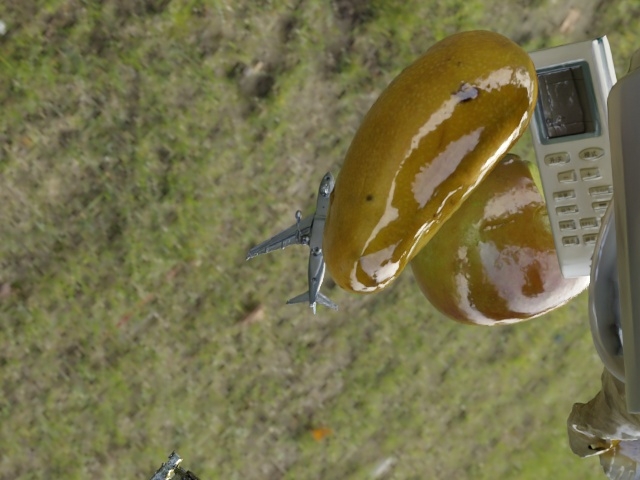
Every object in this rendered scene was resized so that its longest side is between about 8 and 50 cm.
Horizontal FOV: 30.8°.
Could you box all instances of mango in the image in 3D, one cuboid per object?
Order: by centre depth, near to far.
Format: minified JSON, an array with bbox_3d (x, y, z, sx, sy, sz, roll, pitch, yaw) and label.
[{"bbox_3d":[0.086,-0.076,1.047,0.295,0.120,0.177,-47,177,-22],"label":"mango"}]

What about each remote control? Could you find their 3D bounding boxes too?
[{"bbox_3d":[0.312,-0.095,1.379,0.055,0.103,0.277,-27,106,-51],"label":"remote control"}]

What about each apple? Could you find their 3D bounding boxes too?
[{"bbox_3d":[0.360,-0.014,2.333,0.384,0.374,0.374,-15,136,-24],"label":"apple"}]

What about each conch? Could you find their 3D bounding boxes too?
[{"bbox_3d":[0.421,0.189,1.314,0.186,0.263,0.324,-40,180,-21],"label":"conch"}]

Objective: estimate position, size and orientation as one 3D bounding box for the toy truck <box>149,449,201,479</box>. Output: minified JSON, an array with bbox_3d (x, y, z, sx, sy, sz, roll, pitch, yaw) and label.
[{"bbox_3d":[-0.253,0.450,1.882,0.157,0.124,0.272,-49,178,-3],"label":"toy truck"}]

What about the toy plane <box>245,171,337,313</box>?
[{"bbox_3d":[-0.001,0.001,1.803,0.058,0.226,0.226,40,56,-81],"label":"toy plane"}]

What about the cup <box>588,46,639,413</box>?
[{"bbox_3d":[0.361,-0.005,1.059,0.237,0.323,0.326,3,80,-27],"label":"cup"}]
